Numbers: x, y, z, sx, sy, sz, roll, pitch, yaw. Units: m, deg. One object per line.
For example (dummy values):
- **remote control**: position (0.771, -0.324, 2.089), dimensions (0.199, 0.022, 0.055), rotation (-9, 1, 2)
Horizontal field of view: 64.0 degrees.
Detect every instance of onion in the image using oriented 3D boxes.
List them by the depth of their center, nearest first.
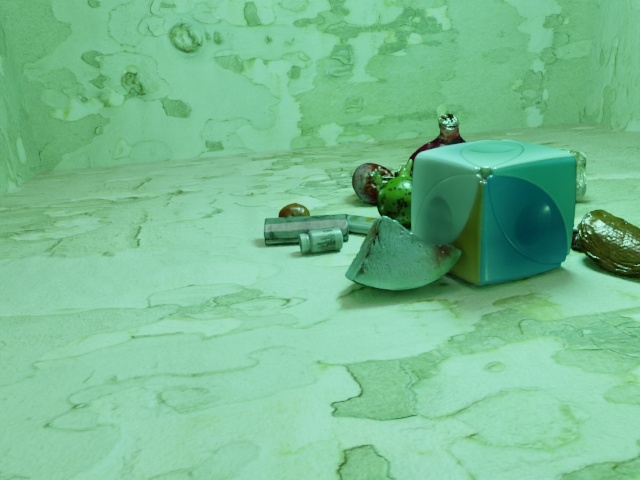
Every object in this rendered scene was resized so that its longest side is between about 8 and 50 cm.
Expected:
- **onion**: position (0.498, -0.310, 2.035), dimensions (0.348, 0.385, 0.347), rotation (-3, 25, 1)

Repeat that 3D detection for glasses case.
- **glasses case**: position (-0.051, -0.041, 1.838), dimensions (0.300, 0.060, 0.114), rotation (-4, 52, 2)

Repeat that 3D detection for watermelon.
- **watermelon**: position (0.216, 0.016, 1.444), dimensions (0.320, 0.213, 0.289), rotation (-14, 17, 7)

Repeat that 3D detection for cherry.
- **cherry**: position (0.227, -0.255, 2.244), dimensions (0.192, 0.175, 0.249), rotation (0, 17, -16)

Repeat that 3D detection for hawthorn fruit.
- **hawthorn fruit**: position (-0.102, -0.087, 1.937), dimensions (0.128, 0.128, 0.128), rotation (-4, 20, 1)

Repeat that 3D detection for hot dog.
- **hot dog**: position (0.872, 0.018, 1.453), dimensions (0.196, 0.122, 0.272), rotation (-17, 39, -31)

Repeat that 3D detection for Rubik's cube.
- **Rubik's cube**: position (0.493, -0.096, 1.500), dimensions (0.352, 0.351, 0.347), rotation (-14, 23, -19)

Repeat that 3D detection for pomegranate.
- **pomegranate**: position (0.308, -0.171, 1.911), dimensions (0.211, 0.262, 0.211), rotation (-4, -16, -1)

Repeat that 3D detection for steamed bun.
- **steamed bun**: position (0.964, -0.256, 2.027), dimensions (0.171, 0.225, 0.200), rotation (13, 24, 39)

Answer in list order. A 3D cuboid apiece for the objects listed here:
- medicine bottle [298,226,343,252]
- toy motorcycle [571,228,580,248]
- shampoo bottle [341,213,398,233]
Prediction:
- **medicine bottle**: position (0.000, 0.000, 1.722), dimensions (0.140, 0.079, 0.079), rotation (-8, 20, -10)
- **toy motorcycle**: position (0.759, -0.018, 1.622), dimensions (0.213, 0.082, 0.122), rotation (19, 35, 29)
- **shampoo bottle**: position (0.169, -0.056, 1.877), dimensions (0.228, 0.055, 0.086), rotation (10, 29, 34)
